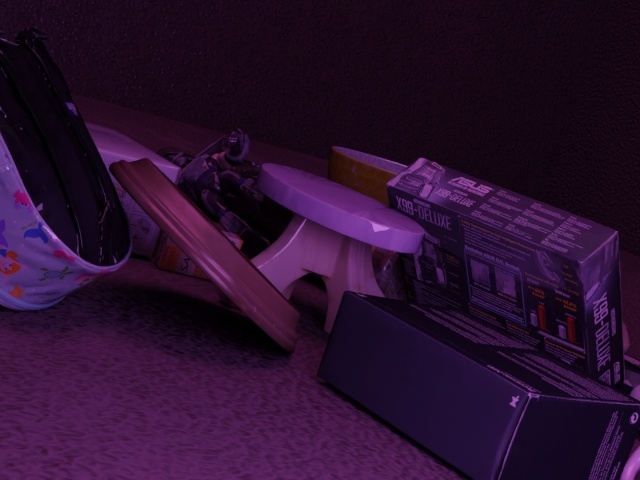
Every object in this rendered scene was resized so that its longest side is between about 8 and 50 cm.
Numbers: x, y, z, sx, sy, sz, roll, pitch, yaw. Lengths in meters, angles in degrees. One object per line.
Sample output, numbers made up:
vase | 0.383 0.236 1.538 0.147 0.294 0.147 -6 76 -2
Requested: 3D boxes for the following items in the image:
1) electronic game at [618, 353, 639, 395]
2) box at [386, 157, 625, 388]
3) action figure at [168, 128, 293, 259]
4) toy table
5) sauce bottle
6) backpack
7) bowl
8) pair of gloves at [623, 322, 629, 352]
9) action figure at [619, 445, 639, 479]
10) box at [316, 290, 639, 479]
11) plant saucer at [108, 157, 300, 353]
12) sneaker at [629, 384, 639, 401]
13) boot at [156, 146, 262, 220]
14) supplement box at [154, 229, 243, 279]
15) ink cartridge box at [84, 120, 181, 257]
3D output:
electronic game | 0.397 0.180 1.626 0.229 0.048 0.229 20 6 -2
box | 0.231 0.051 1.504 0.076 0.243 0.307 -37 42 -29
action figure | -0.155 -0.079 1.797 0.285 0.185 0.099 33 -7 46
toy table | 0.003 0.019 1.484 0.252 0.161 0.274 14 10 -26
sauce bottle | 0.000 0.000 1.765 0.344 0.111 0.111 25 11 39
backpack | -0.302 -0.055 1.160 0.254 0.191 0.225 57 12 0
bowl | 0.133 -0.066 2.300 0.289 0.156 0.289 18 8 -3
pair of gloves | 0.336 0.066 1.723 0.204 0.042 0.240 24 27 -16
action figure | 0.452 0.104 1.143 0.275 0.370 0.248 14 6 0
box | 0.152 0.146 1.166 0.184 0.103 0.261 14 9 -41
plant saucer | -0.115 0.010 1.270 0.278 0.041 0.278 46 -2 2
sneaker | 0.460 0.204 1.373 0.090 0.115 0.232 10 11 -41
boot | -0.168 -0.080 2.082 0.262 0.091 0.229 9 17 -26
supplement box | -0.156 0.014 1.522 0.098 0.062 0.036 13 11 -22
ink cartridge box | -0.383 -0.098 1.545 0.309 0.130 0.272 13 10 -33
